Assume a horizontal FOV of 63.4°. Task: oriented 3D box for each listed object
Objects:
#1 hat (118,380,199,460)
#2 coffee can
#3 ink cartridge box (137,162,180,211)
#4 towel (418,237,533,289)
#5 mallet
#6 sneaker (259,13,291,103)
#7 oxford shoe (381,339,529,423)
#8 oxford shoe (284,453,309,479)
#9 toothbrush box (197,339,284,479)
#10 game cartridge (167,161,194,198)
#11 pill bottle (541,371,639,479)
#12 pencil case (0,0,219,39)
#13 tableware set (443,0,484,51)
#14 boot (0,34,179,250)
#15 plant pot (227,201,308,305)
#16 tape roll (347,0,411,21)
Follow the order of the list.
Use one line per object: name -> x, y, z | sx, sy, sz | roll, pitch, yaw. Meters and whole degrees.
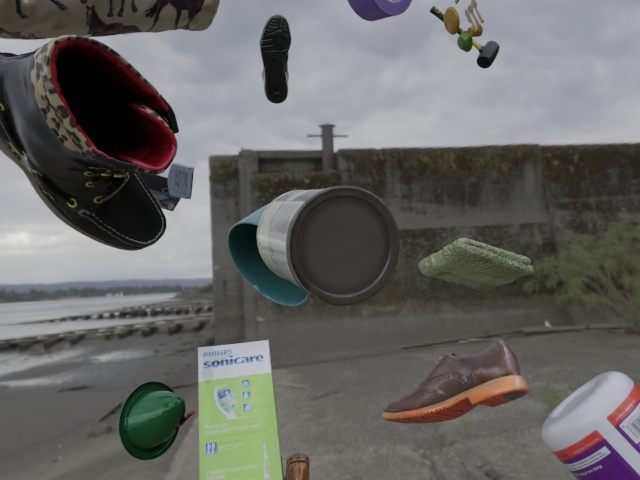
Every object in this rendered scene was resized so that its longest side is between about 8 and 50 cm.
hat -> -0.337, 0.404, 1.213 | 0.183, 0.208, 0.173 | -16, -52, 34
coffee can -> 0.000, 0.000, 0.991 | 0.201, 0.202, 0.275 | -1, 5, -18
ink cartridge box -> -0.537, -0.182, 1.412 | 0.332, 0.065, 0.165 | 16, -32, -25
towel -> 0.236, 0.041, 0.786 | 0.148, 0.027, 0.110 | 18, -32, -23
mallet -> 0.334, -0.480, 1.194 | 0.062, 0.189, 0.039 | -49, 4, -25
sneaker -> -0.128, -0.509, 1.447 | 0.087, 0.228, 0.130 | -5, 26, -9
oxford shoe -> 0.297, 0.342, 1.215 | 0.363, 0.133, 0.130 | -28, -35, 28
oxford shoe -> -0.057, 0.607, 1.247 | 0.076, 0.212, 0.076 | -3, 36, -3
toothbrush box -> -0.123, 0.335, 0.828 | 0.122, 0.283, 0.206 | -5, -36, -7
game cartridge -> -0.318, -0.136, 1.174 | 0.056, 0.083, 0.017 | 12, 33, -6
pill bottle -> 0.535, 0.386, 0.834 | 0.181, 0.323, 0.181 | -35, -20, -15
pencil case -> -0.371, -0.432, 0.851 | 0.410, 0.160, 0.183 | -14, -33, -28
tableware set -> 0.246, -0.420, 0.920 | 0.024, 0.154, 0.104 | -20, -11, -15
boot -> -0.305, -0.114, 0.734 | 0.284, 0.138, 0.377 | 5, -41, 41
plant pot -> -0.087, 0.006, 1.523 | 0.293, 0.293, 0.235 | -8, 29, 46
tape roll -> 0.144, -0.644, 1.268 | 0.189, 0.189, 0.080 | 2, 6, -44
